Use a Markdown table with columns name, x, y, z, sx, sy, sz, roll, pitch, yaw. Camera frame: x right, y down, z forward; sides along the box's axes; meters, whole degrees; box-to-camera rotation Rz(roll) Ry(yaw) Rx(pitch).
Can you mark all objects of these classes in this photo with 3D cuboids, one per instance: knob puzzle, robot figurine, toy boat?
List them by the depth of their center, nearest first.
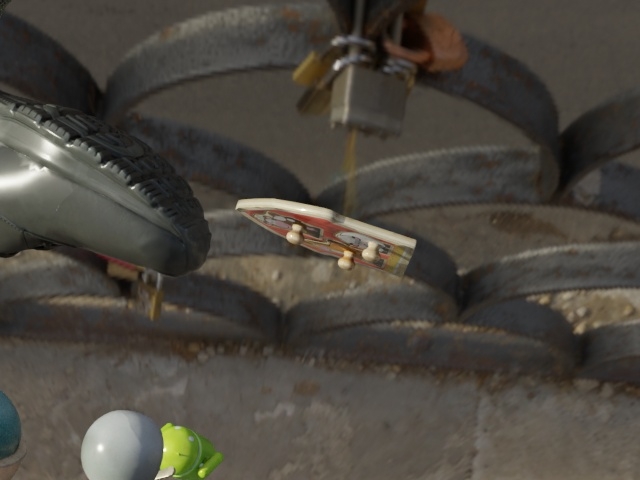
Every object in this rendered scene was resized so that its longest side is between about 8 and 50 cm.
| name | x | y | z | sx | sy | sz | roll | pitch | yaw |
| --- | --- | --- | --- | --- | --- | --- | --- | --- | --- |
| toy boat | -0.283 | 0.162 | 1.012 | 0.318 | 0.267 | 0.148 | 21 | 93 | 13 |
| knob puzzle | 0.000 | 0.000 | 1.324 | 0.213 | 0.213 | 0.030 | 18 | 79 | 0 |
| robot figurine | -0.183 | 0.288 | 1.671 | 0.101 | 0.115 | 0.067 | 29 | 81 | 26 |

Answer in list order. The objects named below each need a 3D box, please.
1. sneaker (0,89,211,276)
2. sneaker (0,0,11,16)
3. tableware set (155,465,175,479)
| name | x | y | z | sx | sy | sz | roll | pitch | yaw |
| --- | --- | --- | --- | --- | --- | --- | --- | --- | --- |
| sneaker | -0.199 | -0.032 | 0.745 | 0.286 | 0.109 | 0.130 | 25 | 97 | 14 |
| sneaker | -0.281 | -0.167 | 0.901 | 0.065 | 0.076 | 0.166 | 46 | 40 | 12 |
| tableware set | -0.239 | 0.347 | 1.436 | 0.194 | 0.039 | 0.128 | -20 | 48 | 22 |
